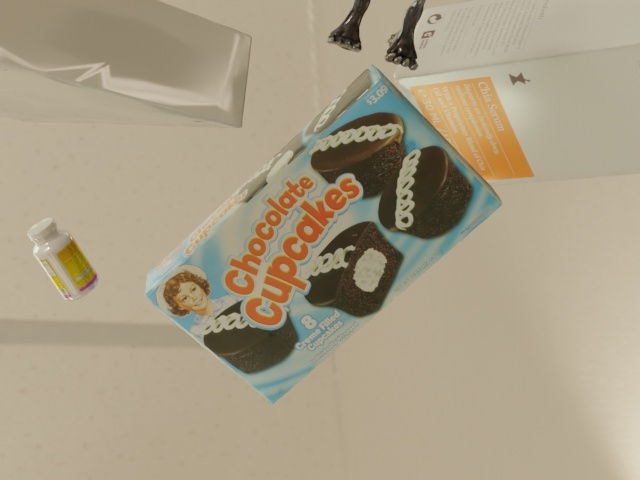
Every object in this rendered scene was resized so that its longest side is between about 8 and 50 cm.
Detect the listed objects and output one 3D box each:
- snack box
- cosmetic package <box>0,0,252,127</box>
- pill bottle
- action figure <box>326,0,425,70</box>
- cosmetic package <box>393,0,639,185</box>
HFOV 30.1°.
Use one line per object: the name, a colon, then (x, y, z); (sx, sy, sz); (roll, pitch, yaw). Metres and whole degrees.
snack box: (0.000, 0.000, 1.204); (0.187, 0.322, 0.060); (43, -167, -21)
cosmetic package: (-0.282, -0.169, 0.998); (0.377, 0.284, 0.097); (9, -91, -57)
pill bottle: (-0.265, 0.019, 1.222); (0.043, 0.043, 0.083); (-53, -55, -42)
action figure: (0.107, -0.330, 1.302); (0.164, 0.141, 0.275); (15, -82, -17)
cosmetic package: (0.357, -0.215, 1.623); (0.230, 0.453, 0.161); (57, -137, -36)
